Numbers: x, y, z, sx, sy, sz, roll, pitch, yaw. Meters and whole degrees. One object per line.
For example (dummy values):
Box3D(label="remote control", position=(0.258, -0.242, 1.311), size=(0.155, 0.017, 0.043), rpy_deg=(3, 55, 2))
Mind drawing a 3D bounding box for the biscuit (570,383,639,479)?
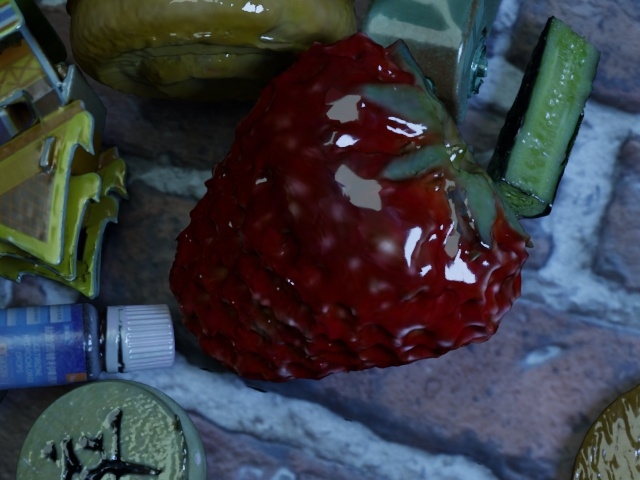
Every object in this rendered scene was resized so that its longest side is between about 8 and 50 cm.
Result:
Box3D(label="biscuit", position=(0.360, 0.247, 1.145), size=(0.262, 0.037, 0.262), rpy_deg=(-3, 68, 8))

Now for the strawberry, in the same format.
Box3D(label="strawberry", position=(0.000, 0.000, 1.184), size=(0.345, 0.295, 0.317), rpy_deg=(-33, 103, 14))

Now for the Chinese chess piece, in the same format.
Box3D(label="Chinese chess piece", position=(-0.206, 0.230, 1.217), size=(0.188, 0.083, 0.188), rpy_deg=(-3, 70, 7))

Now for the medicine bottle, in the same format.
Box3D(label="medicine bottle", position=(-0.251, 0.104, 1.252), size=(0.203, 0.083, 0.083), rpy_deg=(-5, 67, -13))

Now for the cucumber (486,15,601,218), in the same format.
Box3D(label="cucumber", position=(0.230, -0.129, 1.303), size=(0.078, 0.062, 0.211), rpy_deg=(28, 66, -17))

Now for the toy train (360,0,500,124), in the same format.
Box3D(label="toy train", position=(0.133, -0.272, 1.318), size=(0.129, 0.159, 0.326), rpy_deg=(14, 73, 16))

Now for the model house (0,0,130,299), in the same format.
Box3D(label="model house", position=(-0.378, -0.050, 1.274), size=(0.357, 0.242, 0.313), rpy_deg=(-31, 70, -5))

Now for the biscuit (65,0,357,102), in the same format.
Box3D(label="biscuit", position=(-0.109, -0.200, 1.256), size=(0.296, 0.296, 0.102), rpy_deg=(-2, 81, 8))

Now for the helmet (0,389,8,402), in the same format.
Box3D(label="helmet", position=(-0.361, 0.135, 1.294), size=(0.065, 0.049, 0.084), rpy_deg=(4, 84, -36))
